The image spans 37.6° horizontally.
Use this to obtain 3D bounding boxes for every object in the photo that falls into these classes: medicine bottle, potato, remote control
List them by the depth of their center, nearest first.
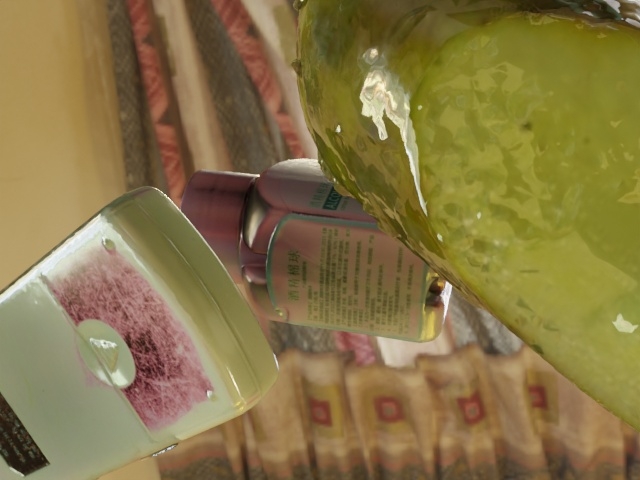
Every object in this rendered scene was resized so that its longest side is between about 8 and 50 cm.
[{"bbox_3d":[0.102,-0.031,0.365,0.176,0.141,0.298,2,-149,-48],"label":"potato"},{"bbox_3d":[-0.173,0.092,0.629,0.344,0.145,0.050,-29,-175,40],"label":"remote control"},{"bbox_3d":[0.000,0.000,0.662,0.188,0.094,0.119,7,-156,10],"label":"medicine bottle"}]
